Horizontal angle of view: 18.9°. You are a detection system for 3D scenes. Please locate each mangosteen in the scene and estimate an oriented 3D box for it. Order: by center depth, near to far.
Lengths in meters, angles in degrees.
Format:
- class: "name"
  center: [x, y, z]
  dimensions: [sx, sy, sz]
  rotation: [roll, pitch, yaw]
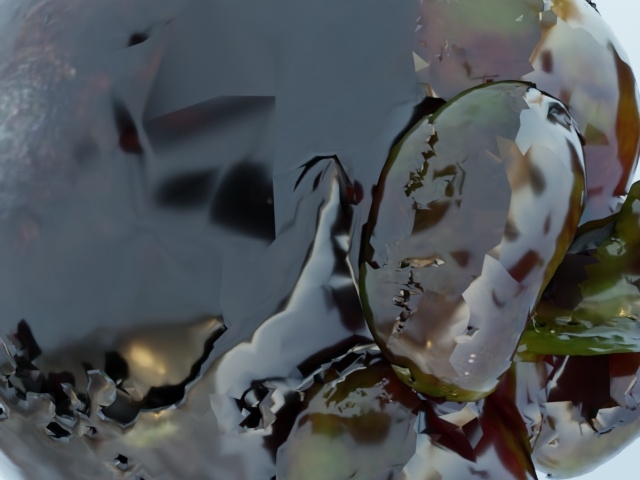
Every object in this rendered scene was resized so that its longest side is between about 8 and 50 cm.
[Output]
- class: "mangosteen"
  center: [-0.009, 0.012, 1.005]
  dimensions: [0.381, 0.421, 0.381]
  rotation: [-47, 159, -24]
